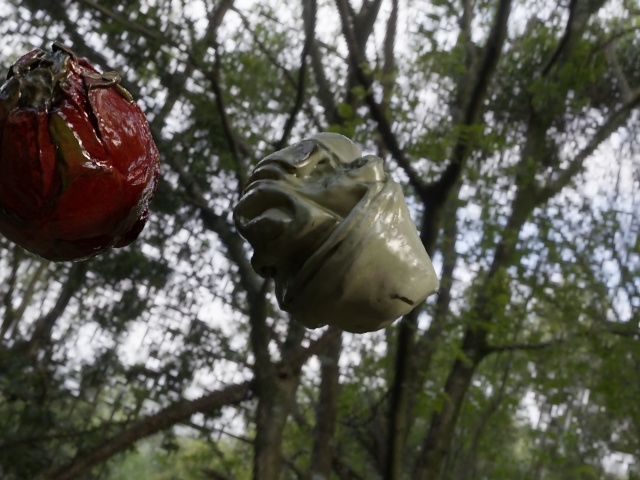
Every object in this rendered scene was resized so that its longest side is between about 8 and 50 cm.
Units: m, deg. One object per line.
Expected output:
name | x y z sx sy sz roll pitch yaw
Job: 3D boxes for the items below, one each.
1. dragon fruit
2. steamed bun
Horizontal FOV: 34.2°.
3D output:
dragon fruit | -0.371 -0.113 1.526 0.277 0.277 0.342 11 -25 16
steamed bun | 0.000 0.000 1.423 0.320 0.206 0.275 19 -53 63
